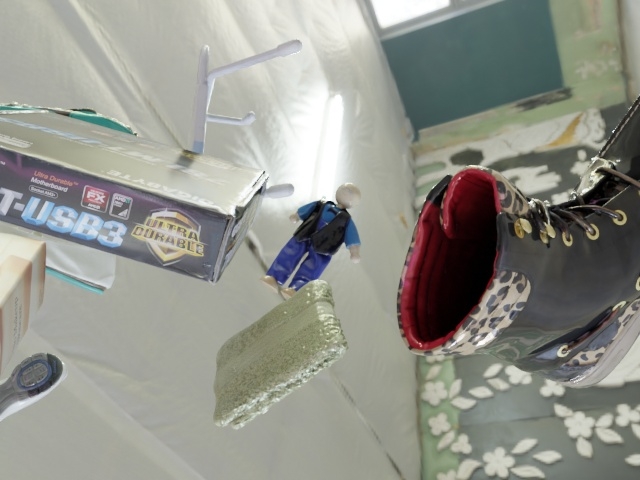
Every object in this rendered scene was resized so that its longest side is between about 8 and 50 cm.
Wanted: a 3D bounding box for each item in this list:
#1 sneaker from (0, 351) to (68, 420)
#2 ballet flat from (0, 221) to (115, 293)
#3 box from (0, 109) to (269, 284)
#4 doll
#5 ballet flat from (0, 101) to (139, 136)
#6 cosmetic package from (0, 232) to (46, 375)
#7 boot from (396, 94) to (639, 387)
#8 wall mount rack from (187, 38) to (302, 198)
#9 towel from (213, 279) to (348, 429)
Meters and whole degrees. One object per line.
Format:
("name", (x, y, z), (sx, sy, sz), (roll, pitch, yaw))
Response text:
("sneaker", (-0.712, 0.361, 1.424), (0.129, 0.297, 0.111), (95, 149, -74))
("ballet flat", (-0.606, -0.007, 1.280), (0.400, 0.139, 0.139), (25, -130, -34))
("box", (-0.213, -0.064, 0.646), (0.293, 0.295, 0.074), (-83, 10, -79))
("doll", (0.000, 0.000, 0.874), (0.189, 0.129, 0.046), (-56, -26, -14))
("ballet flat", (-0.402, -0.164, 0.981), (0.077, 0.240, 0.091), (141, 139, -71))
("cosmetic package", (-0.577, 0.118, 1.059), (0.296, 0.129, 0.153), (-98, 22, -61))
("boot", (0.252, -0.023, 0.630), (0.284, 0.378, 0.138), (12, -159, -35))
("wall mount rack", (-0.129, -0.143, 0.937), (0.304, 0.130, 0.351), (148, 125, -71))
("towel", (-0.044, 0.107, 0.599), (0.027, 0.148, 0.110), (49, -167, -33))
